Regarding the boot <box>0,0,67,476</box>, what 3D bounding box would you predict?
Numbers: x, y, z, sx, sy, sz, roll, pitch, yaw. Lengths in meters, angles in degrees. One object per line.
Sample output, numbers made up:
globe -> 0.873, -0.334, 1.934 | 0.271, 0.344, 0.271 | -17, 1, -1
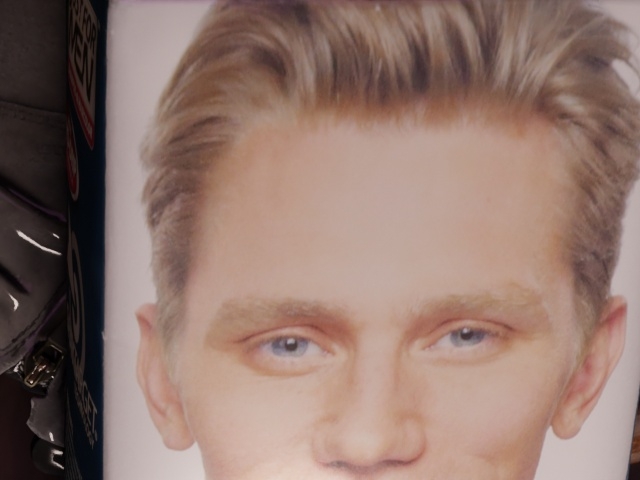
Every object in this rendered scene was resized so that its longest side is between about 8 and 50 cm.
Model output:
boot -> 0.000, 0.000, 0.674 | 0.338, 0.118, 0.222 | 22, 100, -14

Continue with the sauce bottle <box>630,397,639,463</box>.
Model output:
sauce bottle -> 0.115, 0.075, 0.726 | 0.128, 0.042, 0.042 | -11, 85, -16

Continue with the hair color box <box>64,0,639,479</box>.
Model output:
hair color box -> 0.005, 0.070, 0.590 | 0.174, 0.105, 0.347 | -3, 113, -13
